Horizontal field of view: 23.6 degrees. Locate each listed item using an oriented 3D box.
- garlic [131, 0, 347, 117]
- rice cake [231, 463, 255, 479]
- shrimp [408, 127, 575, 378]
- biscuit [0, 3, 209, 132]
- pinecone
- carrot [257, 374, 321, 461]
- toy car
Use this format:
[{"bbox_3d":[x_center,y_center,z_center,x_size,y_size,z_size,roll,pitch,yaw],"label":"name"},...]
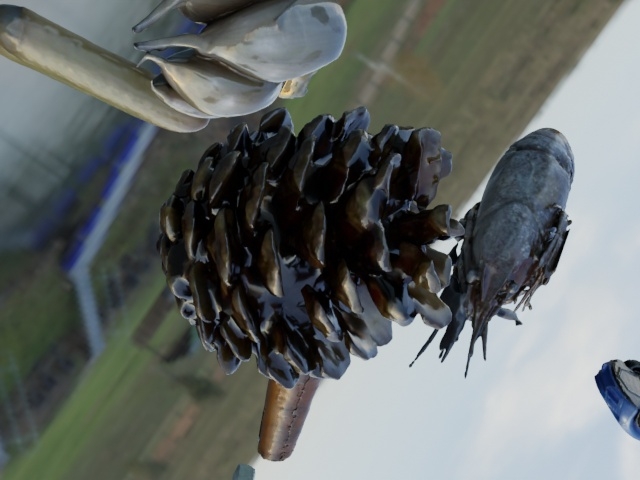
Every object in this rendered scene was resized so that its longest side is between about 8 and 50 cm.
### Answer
[{"bbox_3d":[-0.088,-0.252,1.755,0.237,0.210,0.292,-26,173,22],"label":"garlic"},{"bbox_3d":[-0.142,0.450,2.734,0.245,0.042,0.045,-87,-160,-83],"label":"rice cake"},{"bbox_3d":[0.193,0.017,1.648,0.343,0.116,0.145,-60,175,-32],"label":"shrimp"},{"bbox_3d":[-0.286,-0.212,1.893,0.062,0.290,0.237,-66,-157,1],"label":"biscuit"},{"bbox_3d":[-0.002,-0.003,1.001,0.204,0.179,0.184,-24,-135,17],"label":"pinecone"},{"bbox_3d":[-0.024,0.134,1.441,0.055,0.055,0.161,-60,169,-62],"label":"carrot"},{"bbox_3d":[0.373,0.197,1.611,0.063,0.216,0.103,-56,-161,24],"label":"toy car"}]
